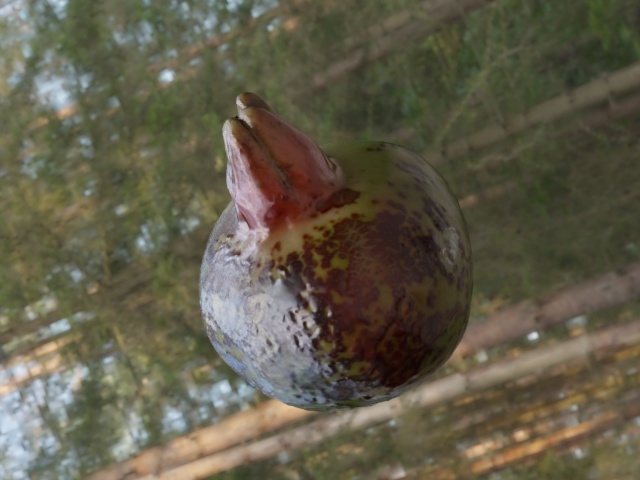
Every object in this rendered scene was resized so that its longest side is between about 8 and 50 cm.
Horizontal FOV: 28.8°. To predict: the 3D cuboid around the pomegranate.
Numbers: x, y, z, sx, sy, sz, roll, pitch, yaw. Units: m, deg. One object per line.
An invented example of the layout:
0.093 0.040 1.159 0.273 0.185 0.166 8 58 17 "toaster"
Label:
0.000 0.000 0.884 0.214 0.214 0.248 -86 -26 -50 "pomegranate"
